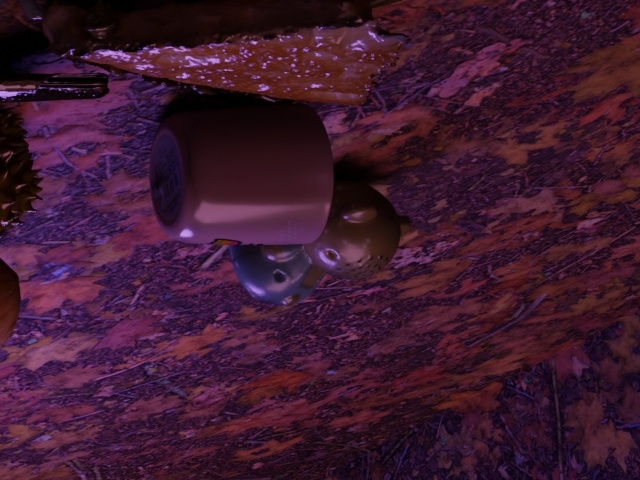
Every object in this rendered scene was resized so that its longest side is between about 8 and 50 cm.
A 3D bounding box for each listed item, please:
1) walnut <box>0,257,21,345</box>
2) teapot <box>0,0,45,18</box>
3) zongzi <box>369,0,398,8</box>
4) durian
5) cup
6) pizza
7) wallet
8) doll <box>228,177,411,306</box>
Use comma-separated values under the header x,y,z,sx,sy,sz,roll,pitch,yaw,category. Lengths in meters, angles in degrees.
x,y,z,sx,sy,sz,roll,pitch,yaw,category
-0.538,0.093,2.234,0.221,0.195,0.195,-20,161,-11,walnut
-0.346,-0.276,1.453,0.162,0.149,0.239,-24,159,22,teapot
0.064,-0.327,1.706,0.205,0.094,0.204,-15,163,-1,zongzi
-0.464,-0.073,1.902,0.260,0.186,0.154,-22,170,-24,durian
-0.125,-0.090,2.103,0.200,0.191,0.253,-3,-171,-25,cup
-0.115,-0.221,1.763,0.392,0.080,0.435,2,174,-5,pizza
-0.362,-0.174,1.790,0.232,0.031,0.122,-1,179,-12,wallet
0.000,0.000,2.428,0.260,0.161,0.177,-23,158,23,doll
